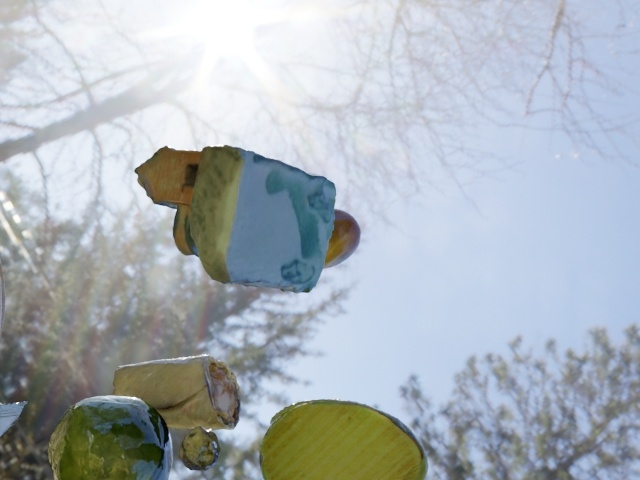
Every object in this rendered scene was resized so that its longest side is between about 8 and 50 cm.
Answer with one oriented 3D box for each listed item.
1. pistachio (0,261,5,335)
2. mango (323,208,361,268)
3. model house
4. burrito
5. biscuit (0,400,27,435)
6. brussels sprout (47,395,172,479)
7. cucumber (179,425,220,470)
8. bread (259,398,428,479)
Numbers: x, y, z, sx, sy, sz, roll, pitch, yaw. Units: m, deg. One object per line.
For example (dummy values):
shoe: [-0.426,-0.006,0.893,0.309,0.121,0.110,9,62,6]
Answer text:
pistachio: [-0.378,0.040,0.891,0.200,0.145,0.117,56,-14,-5]
mango: [0.005,0.003,1.818,0.111,0.163,0.089,48,-24,10]
model house: [-0.180,-0.042,1.480,0.325,0.267,0.194,11,-92,34]
burrito: [-0.277,0.302,1.820,0.299,0.143,0.105,-8,-35,33]
biscuit: [-0.576,0.266,1.290,0.309,0.186,0.079,-16,-103,33]
brussels sprout: [-0.359,0.395,1.625,0.219,0.210,0.271,-130,-145,-56]
cucumber: [-0.192,0.338,1.503,0.067,0.067,0.245,55,-12,8]
bread: [0.034,0.385,1.609,0.301,0.045,0.301,4,-60,7]
